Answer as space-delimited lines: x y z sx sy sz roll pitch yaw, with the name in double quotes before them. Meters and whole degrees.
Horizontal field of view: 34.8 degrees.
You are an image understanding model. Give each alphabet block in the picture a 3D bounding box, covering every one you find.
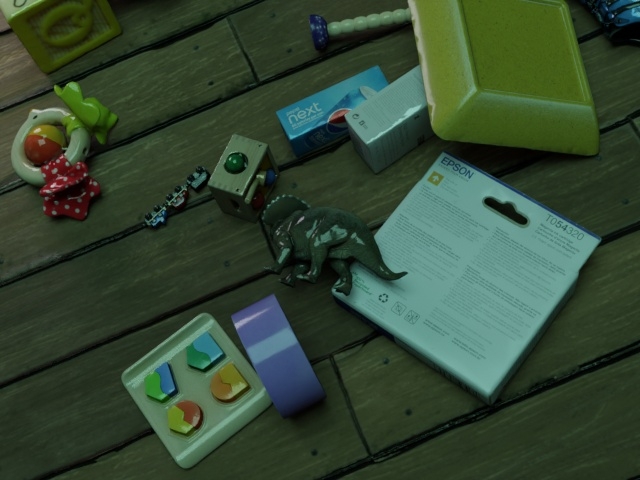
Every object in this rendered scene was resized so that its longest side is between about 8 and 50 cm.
"alphabet block" -0.542 -0.491 2.041 0.192 0.193 0.197 -31 64 -3

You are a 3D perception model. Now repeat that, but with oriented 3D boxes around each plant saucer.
"plant saucer" 0.334 -0.321 1.783 0.333 0.081 0.332 3 62 -21

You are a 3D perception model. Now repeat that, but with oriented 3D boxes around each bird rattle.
"bird rattle" -0.495 -0.166 1.947 0.207 0.143 0.253 8 79 26

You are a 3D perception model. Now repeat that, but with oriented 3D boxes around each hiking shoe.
"hiking shoe" 0.541 -0.435 1.866 0.304 0.113 0.132 29 72 21

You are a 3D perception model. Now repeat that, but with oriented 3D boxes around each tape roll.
"tape roll" -0.066 0.185 1.641 0.080 0.189 0.189 -27 64 -4

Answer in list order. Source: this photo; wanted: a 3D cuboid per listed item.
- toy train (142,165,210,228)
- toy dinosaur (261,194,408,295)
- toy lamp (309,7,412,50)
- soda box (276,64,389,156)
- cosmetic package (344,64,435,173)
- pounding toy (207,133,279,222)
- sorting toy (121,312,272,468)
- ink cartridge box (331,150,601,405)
"toy train" -0.265 -0.075 1.891 0.036 0.027 0.158 43 78 13
"toy dinosaur" 0.000 0.000 1.705 0.314 0.121 0.160 6 72 37
"toy lamp" 0.120 -0.421 1.957 0.275 0.080 0.080 -8 64 9
"soda box" 0.031 -0.239 1.891 0.210 0.067 0.071 -25 63 -2
"cosmetic package" 0.163 -0.233 1.838 0.231 0.117 0.085 -34 65 -5
"pounding toy" -0.129 -0.104 1.815 0.100 0.141 0.130 19 70 17
"sorting toy" -0.211 0.247 1.722 0.193 0.038 0.208 -37 65 -8
"ink cartridge box" 0.244 0.055 1.714 0.324 0.071 0.330 33 74 24
